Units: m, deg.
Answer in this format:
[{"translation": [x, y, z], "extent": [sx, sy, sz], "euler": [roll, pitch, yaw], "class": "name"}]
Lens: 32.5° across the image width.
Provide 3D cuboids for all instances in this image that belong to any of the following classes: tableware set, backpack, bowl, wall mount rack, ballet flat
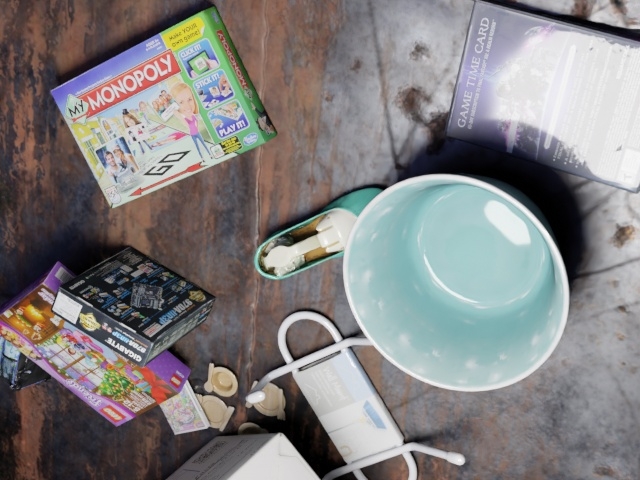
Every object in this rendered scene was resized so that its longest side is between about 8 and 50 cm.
[{"translation": [-0.138, 0.282, 1.859], "extent": [0.169, 0.020, 0.141], "euler": [22, 119, 14], "class": "tableware set"}, {"translation": [-0.522, 0.192, 1.950], "extent": [0.084, 0.105, 0.114], "euler": [26, 109, 26], "class": "backpack"}, {"translation": [0.203, 0.035, 1.516], "extent": [0.312, 0.163, 0.311], "euler": [9, 113, 21], "class": "bowl"}, {"translation": [0.062, 0.266, 1.696], "extent": [0.304, 0.130, 0.350], "euler": [-27, 99, 31], "class": "wall mount rack"}, {"translation": [0.000, 0.000, 1.639], "extent": [0.247, 0.087, 0.083], "euler": [-26, 98, 30], "class": "ballet flat"}]

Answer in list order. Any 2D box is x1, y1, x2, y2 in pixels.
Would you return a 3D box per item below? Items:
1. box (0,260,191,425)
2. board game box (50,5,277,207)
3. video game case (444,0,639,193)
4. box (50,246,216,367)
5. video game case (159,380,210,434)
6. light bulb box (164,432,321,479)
[{"translation": [-0.388, 0.180, 1.843], "extent": [0.293, 0.057, 0.201], "euler": [42, 134, -18], "class": "box"}, {"translation": [-0.246, -0.198, 1.695], "extent": [0.317, 0.046, 0.213], "euler": [-20, 102, 30], "class": "board game box"}, {"translation": [0.314, -0.192, 1.452], "extent": [0.274, 0.026, 0.196], "euler": [19, 118, 18], "class": "video game case"}, {"translation": [-0.291, 0.100, 1.736], "extent": [0.175, 0.220, 0.051], "euler": [29, 114, 10], "class": "box"}, {"translation": [-0.249, 0.276, 1.904], "extent": [0.087, 0.011, 0.122], "euler": [-18, 102, 40], "class": "video game case"}, {"translation": [-0.174, 0.491, 1.690], "extent": [0.225, 0.358, 0.361], "euler": [52, 158, -4], "class": "light bulb box"}]
